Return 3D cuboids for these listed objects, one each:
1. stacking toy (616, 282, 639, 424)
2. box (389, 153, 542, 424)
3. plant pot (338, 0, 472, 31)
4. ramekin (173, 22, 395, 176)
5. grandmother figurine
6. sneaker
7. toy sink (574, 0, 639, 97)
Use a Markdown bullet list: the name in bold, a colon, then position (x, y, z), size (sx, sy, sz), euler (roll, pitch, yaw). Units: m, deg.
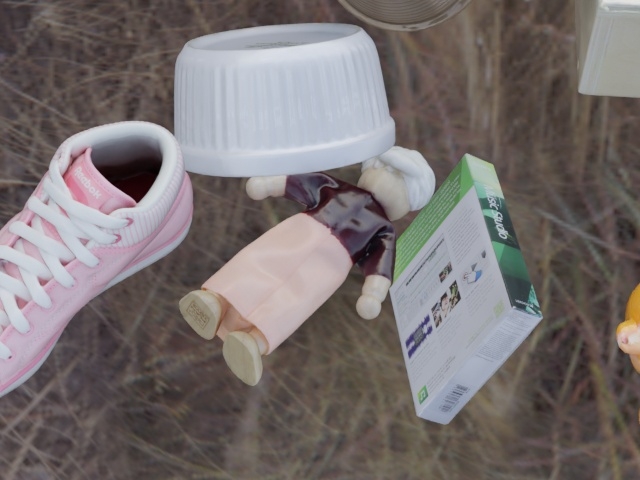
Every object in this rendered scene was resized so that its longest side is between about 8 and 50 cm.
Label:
- **stacking toy**: position (0.175, 0.143, 0.542), size (0.175, 0.165, 0.301), euler (1, 58, -22)
- **box**: position (0.191, 0.064, 1.945), size (0.058, 0.322, 0.232), euler (19, 127, -25)
- **plant pot**: position (0.100, -0.380, 1.770), size (0.237, 0.110, 0.237), euler (5, 107, 15)
- **ramekin**: position (-0.037, -0.134, 1.271), size (0.207, 0.207, 0.109), euler (-12, 108, -24)
- **grandmother figurine**: position (0.000, 0.000, 1.548), size (0.342, 0.104, 0.208), euler (-38, 89, -29)
- **sneaker**: position (-0.100, 0.004, 0.499), size (0.134, 0.070, 0.051), euler (-39, 75, -23)
- **toy sink**: position (0.352, -0.215, 1.236), size (0.234, 0.131, 0.152), euler (3, 57, 3)
